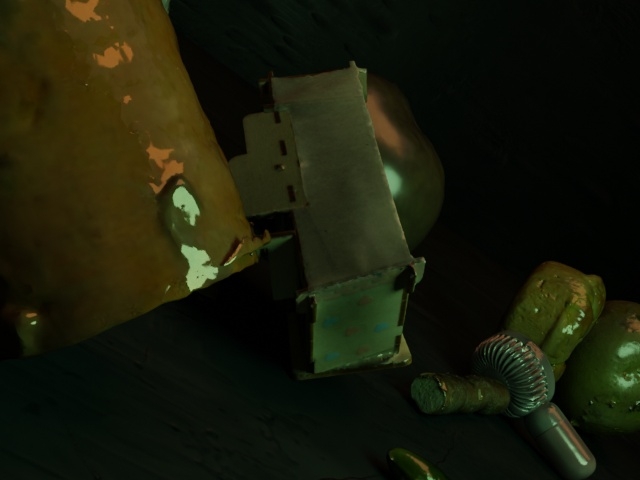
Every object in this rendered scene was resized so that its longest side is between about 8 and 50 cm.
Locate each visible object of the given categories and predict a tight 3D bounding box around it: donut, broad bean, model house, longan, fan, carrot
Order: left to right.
[{"bbox_3d":[-0.196,-0.099,0.471,0.224,0.224,0.340,-41,108,-78],"label":"carrot"},{"bbox_3d":[0.000,0.000,0.836,0.244,0.169,0.326,82,-3,-52],"label":"model house"},{"bbox_3d":[0.043,-0.106,1.191,0.319,0.319,0.319,36,12,-9],"label":"longan"},{"bbox_3d":[0.154,0.269,0.743,0.227,0.039,0.069,34,19,-22],"label":"broad bean"},{"bbox_3d":[0.323,0.251,1.145,0.074,0.130,0.244,-22,67,-31],"label":"fan"},{"bbox_3d":[0.369,0.161,1.274,0.128,0.261,0.208,32,32,21],"label":"donut"}]

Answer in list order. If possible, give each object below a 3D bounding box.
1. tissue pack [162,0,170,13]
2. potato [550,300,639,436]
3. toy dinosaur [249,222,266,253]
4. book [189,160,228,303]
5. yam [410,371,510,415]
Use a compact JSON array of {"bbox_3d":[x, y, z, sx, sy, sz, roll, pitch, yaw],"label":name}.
[{"bbox_3d":[-0.369,-0.276,0.909,0.305,0.238,0.238,39,12,6],"label":"tissue pack"},{"bbox_3d":[0.546,0.250,1.493,0.219,0.269,0.359,32,-10,-2],"label":"potato"},{"bbox_3d":[-0.139,-0.042,1.062,0.162,0.039,0.126,42,2,40],"label":"toy dinosaur"},{"bbox_3d":[-0.183,-0.054,0.755,0.231,0.026,0.161,30,56,-32],"label":"book"},{"bbox_3d":[0.192,0.210,1.029,0.061,0.061,0.253,45,14,31],"label":"yam"}]
